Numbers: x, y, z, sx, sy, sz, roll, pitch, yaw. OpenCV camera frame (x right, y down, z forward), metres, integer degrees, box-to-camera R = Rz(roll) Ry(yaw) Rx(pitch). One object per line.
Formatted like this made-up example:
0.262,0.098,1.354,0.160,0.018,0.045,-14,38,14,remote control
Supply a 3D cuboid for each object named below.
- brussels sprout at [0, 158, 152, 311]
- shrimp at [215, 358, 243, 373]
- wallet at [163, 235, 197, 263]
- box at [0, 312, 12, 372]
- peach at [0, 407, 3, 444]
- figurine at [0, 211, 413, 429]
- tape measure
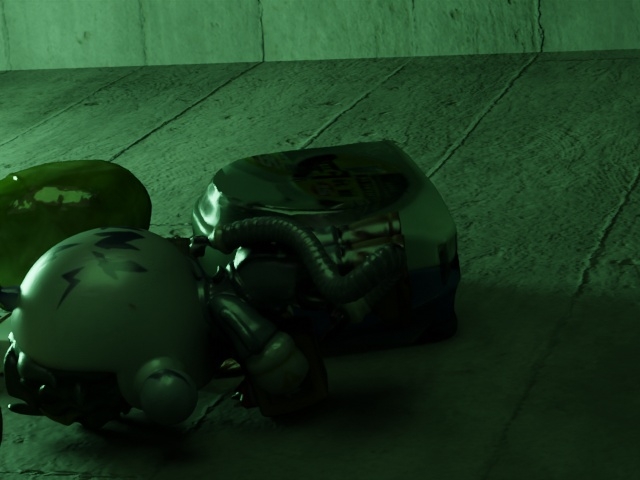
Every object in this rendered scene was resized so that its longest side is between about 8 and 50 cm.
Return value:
-0.282,-0.011,2.096,0.223,0.161,0.223,-21,27,12,brussels sprout
-0.087,0.115,1.868,0.059,0.023,0.108,15,24,32,shrimp
-0.104,0.026,2.149,0.230,0.042,0.124,-3,26,-4,wallet
-0.349,0.102,1.961,0.154,0.040,0.084,-2,15,17,box
-0.326,0.152,1.615,0.138,0.138,0.138,-5,15,1,peach
-0.107,0.069,1.749,0.381,0.186,0.261,-9,9,2,figurine
0.002,-0.001,1.975,0.262,0.138,0.259,-4,19,-12,tape measure
